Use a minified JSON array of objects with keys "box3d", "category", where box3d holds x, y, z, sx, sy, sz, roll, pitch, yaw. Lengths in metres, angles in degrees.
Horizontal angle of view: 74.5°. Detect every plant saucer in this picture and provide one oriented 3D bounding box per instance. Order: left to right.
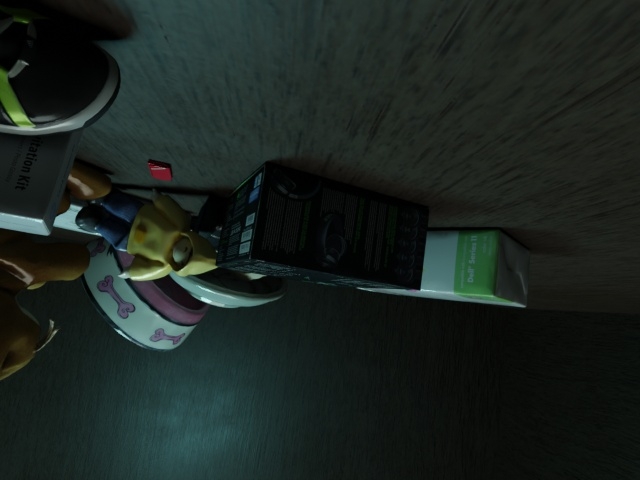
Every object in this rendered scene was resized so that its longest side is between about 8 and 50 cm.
[{"box3d":[-0.299,0.105,1.256,0.400,0.100,0.400,21,-167,-5],"category":"plant saucer"}]

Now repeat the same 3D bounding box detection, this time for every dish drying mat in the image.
[{"box3d":[-0.247,-0.106,0.648,0.032,0.008,0.083,10,171,-17],"category":"dish drying mat"}]

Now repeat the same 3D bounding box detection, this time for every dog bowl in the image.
[{"box3d":[-0.497,0.120,1.267,0.150,0.408,0.408,-35,162,7],"category":"dog bowl"}]

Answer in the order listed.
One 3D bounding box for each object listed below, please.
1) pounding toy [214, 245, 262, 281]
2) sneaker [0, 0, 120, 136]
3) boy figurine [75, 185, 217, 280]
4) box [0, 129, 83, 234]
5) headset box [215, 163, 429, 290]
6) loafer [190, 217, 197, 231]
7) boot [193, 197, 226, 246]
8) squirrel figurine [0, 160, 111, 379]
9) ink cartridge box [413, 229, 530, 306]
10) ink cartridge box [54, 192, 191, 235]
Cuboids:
[{"box3d":[-0.196,0.003,1.111,0.154,0.155,0.269,42,148,-19],"category":"pounding toy"},{"box3d":[-0.247,-0.129,0.245,0.234,0.084,0.097,12,170,-19],"category":"sneaker"},{"box3d":[-0.314,-0.001,0.777,0.285,0.177,0.092,26,179,20],"category":"boy figurine"},{"box3d":[-0.281,-0.092,0.302,0.186,0.145,0.038,13,157,-22],"category":"box"},{"box3d":[0.000,0.000,0.683,0.283,0.131,0.246,12,170,-22],"category":"headset box"},{"box3d":[-0.359,-0.015,1.088,0.084,0.096,0.267,24,166,-39],"category":"loafer"},{"box3d":[-0.161,-0.009,0.900,0.207,0.094,0.246,16,163,-21],"category":"boot"},{"box3d":[-0.548,0.030,0.598,0.281,0.370,0.397,2,167,18],"category":"squirrel figurine"},{"box3d":[0.213,0.054,0.863,0.353,0.119,0.207,0,168,40],"category":"ink cartridge box"},{"box3d":[-0.484,-0.055,0.974,0.239,0.060,0.275,-6,163,42],"category":"ink cartridge box"}]
